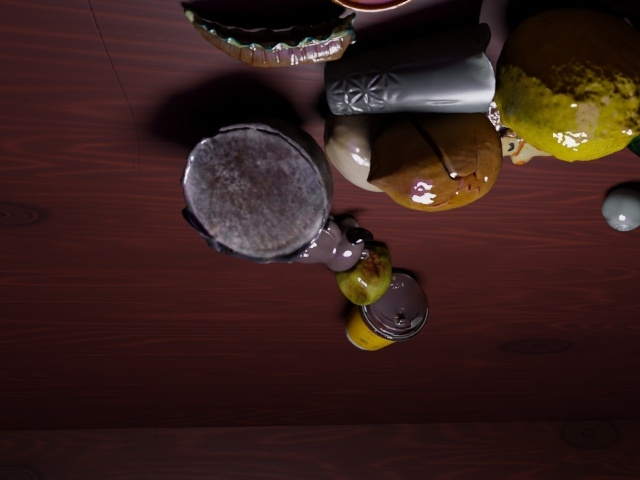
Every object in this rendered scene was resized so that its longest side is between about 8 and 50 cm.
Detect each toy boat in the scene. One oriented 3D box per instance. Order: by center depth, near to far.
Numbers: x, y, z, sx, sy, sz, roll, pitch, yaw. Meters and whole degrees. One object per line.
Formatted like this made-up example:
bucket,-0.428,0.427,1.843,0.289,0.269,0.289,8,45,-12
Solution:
toy boat,-0.085,-0.347,1.617,0.293,0.108,0.099,1,117,-1

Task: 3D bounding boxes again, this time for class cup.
cup,0.169,0.204,2.585,0.197,0.196,0.279,3,159,-15

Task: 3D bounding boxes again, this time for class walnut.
walnut,0.215,-0.146,1.781,0.298,0.203,0.203,-22,161,-29

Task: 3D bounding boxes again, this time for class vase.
vase,0.165,-0.294,1.720,0.301,0.156,0.251,-5,175,12

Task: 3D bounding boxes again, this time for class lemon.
lemon,0.435,-0.276,1.640,0.268,0.322,0.268,-24,130,-31

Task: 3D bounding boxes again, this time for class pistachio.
pistachio,0.091,-0.188,1.882,0.153,0.137,0.238,-8,148,19

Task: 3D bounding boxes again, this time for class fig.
fig,0.107,0.090,2.385,0.144,0.154,0.165,8,117,10

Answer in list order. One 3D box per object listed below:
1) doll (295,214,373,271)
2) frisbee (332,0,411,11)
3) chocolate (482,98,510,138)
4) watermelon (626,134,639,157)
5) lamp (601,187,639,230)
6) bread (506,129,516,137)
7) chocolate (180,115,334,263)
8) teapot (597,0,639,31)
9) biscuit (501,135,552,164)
doll,-0.001,0.002,2.238,0.257,0.117,0.182,9,150,-23
frisbee,0.091,-0.442,1.525,0.192,0.035,0.192,-3,152,-2
chocolate,0.317,-0.247,1.891,0.329,0.065,0.102,-16,125,20
watermelon,0.663,-0.255,1.753,0.243,0.242,0.242,-4,151,-2
lamp,0.719,-0.074,2.239,0.105,0.105,0.105,-4,151,-2
bread,0.363,-0.234,1.944,0.083,0.046,0.036,0,-168,-9
chocolate,-0.105,-0.126,1.886,0.303,0.213,0.303,7,117,13
teapot,0.595,-0.411,1.598,0.252,0.135,0.178,13,-179,4
biscuit,0.456,-0.209,2.023,0.235,0.030,0.153,-2,149,-8
